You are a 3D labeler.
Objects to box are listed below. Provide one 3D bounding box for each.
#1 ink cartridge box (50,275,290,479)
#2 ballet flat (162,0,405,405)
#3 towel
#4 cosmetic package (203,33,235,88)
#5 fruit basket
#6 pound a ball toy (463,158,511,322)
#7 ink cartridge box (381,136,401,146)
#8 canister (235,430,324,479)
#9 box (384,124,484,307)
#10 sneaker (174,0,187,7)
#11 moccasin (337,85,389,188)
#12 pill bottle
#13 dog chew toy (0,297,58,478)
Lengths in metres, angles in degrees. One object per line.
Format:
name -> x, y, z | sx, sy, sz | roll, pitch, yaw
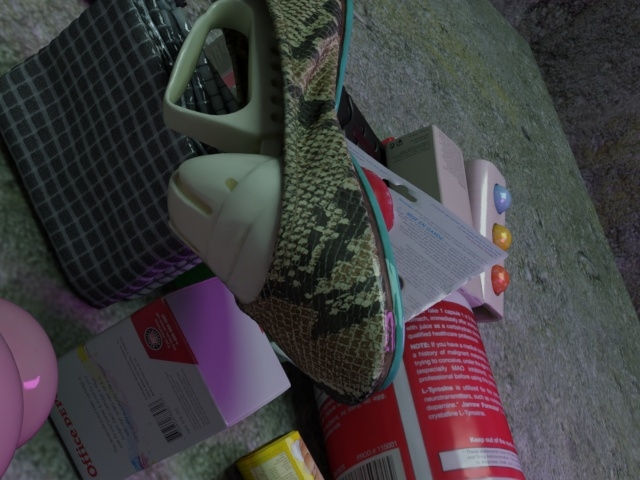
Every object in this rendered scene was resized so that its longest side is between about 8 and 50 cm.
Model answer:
ink cartridge box -> -0.149, 0.131, 0.856 | 0.128, 0.176, 0.127 | 63, 25, 3
ballet flat -> -0.051, -0.080, 0.801 | 0.182, 0.164, 0.482 | 11, 50, -20
towel -> -0.199, -0.098, 0.933 | 0.121, 0.235, 0.283 | -17, 78, -56
cosmetic package -> -0.140, -0.251, 1.307 | 0.041, 0.115, 0.060 | 3, 62, -60
fruit basket -> 0.000, 0.000, 1.108 | 0.327, 0.165, 0.353 | 38, 40, 27
pound a ball toy -> 0.259, 0.009, 1.619 | 0.208, 0.136, 0.319 | 39, 51, -52
ink cartridge box -> 0.155, -0.120, 1.719 | 0.231, 0.078, 0.134 | -15, 77, -62
canister -> -0.020, 0.295, 0.977 | 0.073, 0.126, 0.170 | -27, 82, -19
box -> 0.174, -0.030, 1.411 | 0.113, 0.094, 0.275 | 32, 47, -48
sneaker -> -0.238, -0.381, 1.304 | 0.130, 0.109, 0.286 | 56, 36, -22
moccasin -> 0.012, -0.153, 1.464 | 0.380, 0.147, 0.139 | 39, 48, -42
pill bottle -> 0.108, 0.197, 1.167 | 0.229, 0.229, 0.407 | 27, 42, -47
dog chew toy -> -0.299, 0.117, 0.607 | 0.206, 0.207, 0.332 | 62, 18, 3
